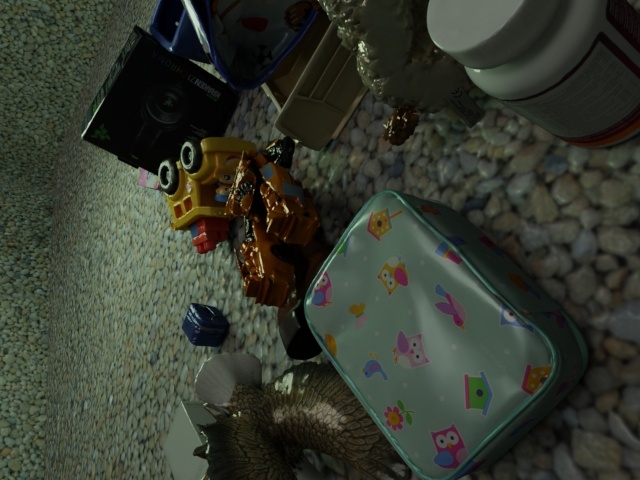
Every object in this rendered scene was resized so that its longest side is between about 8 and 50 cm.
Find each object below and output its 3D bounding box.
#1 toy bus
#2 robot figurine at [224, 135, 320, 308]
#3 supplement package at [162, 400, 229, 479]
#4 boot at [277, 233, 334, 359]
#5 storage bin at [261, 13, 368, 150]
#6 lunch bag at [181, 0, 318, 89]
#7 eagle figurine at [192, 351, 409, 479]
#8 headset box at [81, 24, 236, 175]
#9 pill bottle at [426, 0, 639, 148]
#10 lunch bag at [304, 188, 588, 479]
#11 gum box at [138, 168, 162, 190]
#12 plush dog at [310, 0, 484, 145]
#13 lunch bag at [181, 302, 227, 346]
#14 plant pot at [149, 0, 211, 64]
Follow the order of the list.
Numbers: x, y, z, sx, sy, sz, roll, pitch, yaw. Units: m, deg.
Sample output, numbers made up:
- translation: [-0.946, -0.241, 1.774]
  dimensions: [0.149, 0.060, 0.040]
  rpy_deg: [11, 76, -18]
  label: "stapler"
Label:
- translation: [-0.225, -0.087, 1.071]
  dimensions: [0.220, 0.149, 0.212]
  rpy_deg: [-24, 73, 44]
  label: "toy bus"
- translation: [-0.083, -0.043, 0.787]
  dimensions: [0.211, 0.085, 0.291]
  rpy_deg: [-68, 26, 23]
  label: "robot figurine"
- translation: [-0.182, 0.370, 0.881]
  dimensions: [0.179, 0.105, 0.105]
  rpy_deg: [35, 107, 51]
  label: "supplement package"
- translation: [0.000, 0.000, 0.807]
  dimensions: [0.264, 0.096, 0.280]
  rpy_deg: [-61, 31, 31]
  label: "boot"
- translation: [-0.017, -0.333, 0.878]
  dimensions: [0.260, 0.123, 0.262]
  rpy_deg: [-54, 42, 26]
  label: "storage bin"
- translation: [-0.121, -0.468, 0.775]
  dimensions: [0.328, 0.238, 0.386]
  rpy_deg: [64, 144, 40]
  label: "lunch bag"
- translation: [-0.047, 0.267, 0.678]
  dimensions: [0.298, 0.225, 0.226]
  rpy_deg: [-28, 47, 58]
  label: "eagle figurine"
- translation: [-0.385, -0.301, 1.210]
  dimensions: [0.283, 0.246, 0.131]
  rpy_deg: [-52, 36, 13]
  label: "headset box"
- translation: [0.202, -0.168, 0.450]
  dimensions: [0.121, 0.221, 0.121]
  rpy_deg: [-22, 62, 48]
  label: "pill bottle"
- translation: [0.110, 0.094, 0.557]
  dimensions: [0.279, 0.107, 0.224]
  rpy_deg: [51, 122, 37]
  label: "lunch bag"
- translation: [-0.443, -0.193, 1.445]
  dimensions: [0.188, 0.062, 0.107]
  rpy_deg: [15, 91, 54]
  label: "gum box"
- translation: [0.105, -0.266, 0.642]
  dimensions: [0.211, 0.262, 0.225]
  rpy_deg: [105, 162, -49]
  label: "plush dog"
- translation: [-0.233, 0.168, 1.044]
  dimensions: [0.098, 0.067, 0.065]
  rpy_deg: [32, 105, 51]
  label: "lunch bag"
- translation: [-0.214, -0.498, 1.118]
  dimensions: [0.236, 0.212, 0.236]
  rpy_deg: [46, 115, 48]
  label: "plant pot"
